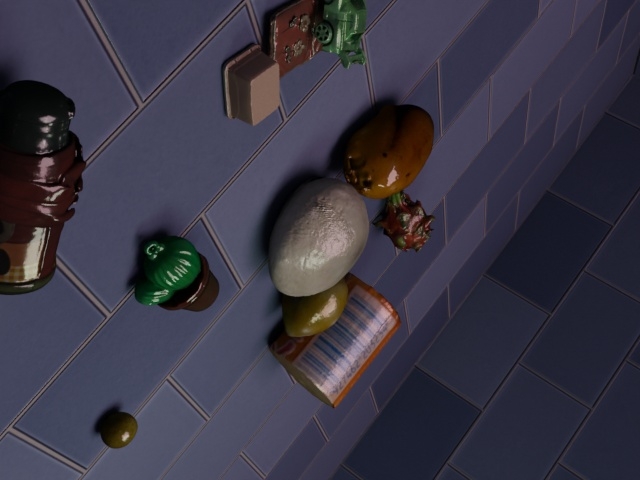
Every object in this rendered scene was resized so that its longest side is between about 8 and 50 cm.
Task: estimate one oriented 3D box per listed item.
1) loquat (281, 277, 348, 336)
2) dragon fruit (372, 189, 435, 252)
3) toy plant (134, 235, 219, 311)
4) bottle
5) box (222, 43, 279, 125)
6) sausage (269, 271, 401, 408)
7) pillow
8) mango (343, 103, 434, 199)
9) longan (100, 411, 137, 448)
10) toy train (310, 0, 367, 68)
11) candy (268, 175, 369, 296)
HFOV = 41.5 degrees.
[{"bbox_3d":[-0.020,0.146,2.019,0.195,0.152,0.152,-60,157,5],"label":"loquat"},{"bbox_3d":[0.218,-0.060,2.282,0.137,0.135,0.236,-55,136,-7],"label":"dragon fruit"},{"bbox_3d":[-0.267,0.064,1.512,0.143,0.105,0.200,-44,139,4],"label":"toy plant"},{"bbox_3d":[-0.383,-0.073,1.063,0.156,0.143,0.271,9,122,-22],"label":"bottle"},{"bbox_3d":[-0.115,-0.261,1.438,0.089,0.062,0.122,-43,152,-31],"label":"box"},{"bbox_3d":[0.037,0.248,2.160,0.287,0.233,0.233,-51,156,-13],"label":"sausage"},{"bbox_3d":[-0.017,-0.381,1.504,0.232,0.043,0.126,-38,147,-38],"label":"pillow"},{"bbox_3d":[0.157,-0.203,1.934,0.287,0.152,0.201,-49,128,-41],"label":"mango"},{"bbox_3d":[-0.398,0.376,1.676,0.075,0.075,0.083,-58,167,2],"label":"longan"},{"bbox_3d":[0.045,-0.386,1.480,0.099,0.081,0.149,-25,133,-51],"label":"toy train"},{"bbox_3d":[0.000,0.000,1.842,0.295,0.185,0.295,-50,157,-31],"label":"candy"}]
